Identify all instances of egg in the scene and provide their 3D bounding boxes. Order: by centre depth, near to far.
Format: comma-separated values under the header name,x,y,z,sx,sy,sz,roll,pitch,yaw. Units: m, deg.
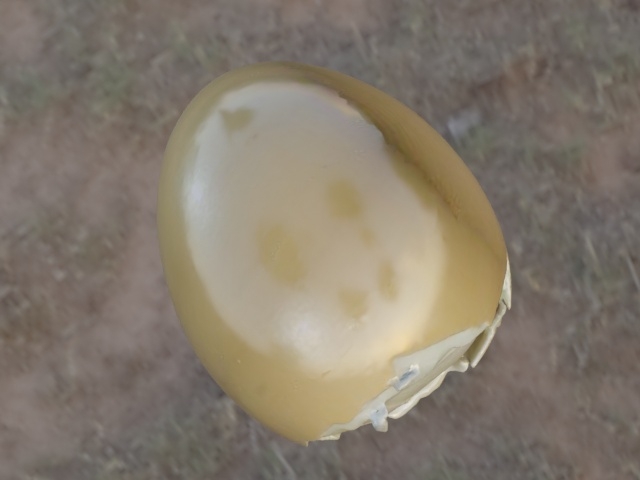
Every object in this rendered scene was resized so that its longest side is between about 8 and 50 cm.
name,x,y,z,sx,sy,sz,roll,pitch,yaw
egg,0.000,0.000,0.455,0.080,0.080,0.096,-31,81,0
